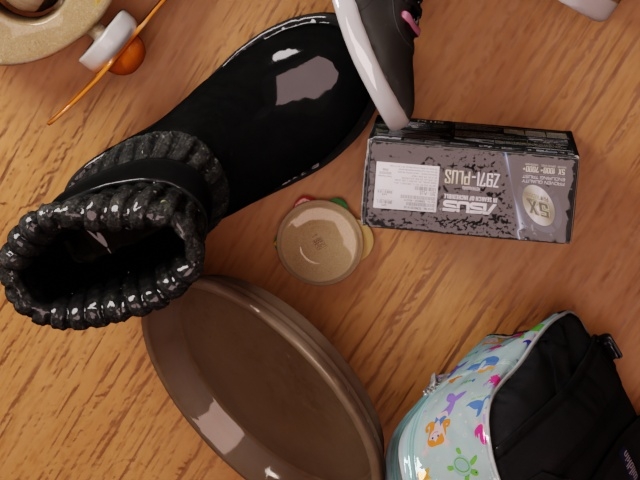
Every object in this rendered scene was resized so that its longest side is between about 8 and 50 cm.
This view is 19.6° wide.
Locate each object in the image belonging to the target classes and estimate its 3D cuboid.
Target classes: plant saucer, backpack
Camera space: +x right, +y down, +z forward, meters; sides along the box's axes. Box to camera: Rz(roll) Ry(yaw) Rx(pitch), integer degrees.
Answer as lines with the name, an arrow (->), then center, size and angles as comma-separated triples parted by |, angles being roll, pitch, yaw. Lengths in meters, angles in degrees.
plant saucer -> -0.046, 0.135, 1.640 | 0.041, 0.278, 0.278 | -42, 98, -30
backpack -> 0.172, 0.206, 1.613 | 0.191, 0.253, 0.225 | -24, 101, 30

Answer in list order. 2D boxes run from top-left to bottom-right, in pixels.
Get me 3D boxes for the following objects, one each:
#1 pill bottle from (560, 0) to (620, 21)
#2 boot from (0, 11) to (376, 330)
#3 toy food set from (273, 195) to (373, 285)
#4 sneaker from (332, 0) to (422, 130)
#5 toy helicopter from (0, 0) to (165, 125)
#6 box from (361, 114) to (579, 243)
pill bottle -> 0.247, -0.311, 1.553 | 0.131, 0.131, 0.229 | 32, 103, -2
boot -> -0.098, -0.058, 1.571 | 0.348, 0.260, 0.131 | -35, 97, 11
toy food set -> 0.000, 0.000, 1.699 | 0.082, 0.020, 0.083 | 43, 103, -5
sneaker -> 0.079, -0.246, 1.562 | 0.147, 0.104, 0.295 | -13, 76, 7
toy helicopter -> -0.174, -0.251, 1.603 | 0.355, 0.140, 0.235 | -20, 103, 8
box -> 0.129, -0.055, 1.611 | 0.180, 0.147, 0.077 | 5, 103, 3
